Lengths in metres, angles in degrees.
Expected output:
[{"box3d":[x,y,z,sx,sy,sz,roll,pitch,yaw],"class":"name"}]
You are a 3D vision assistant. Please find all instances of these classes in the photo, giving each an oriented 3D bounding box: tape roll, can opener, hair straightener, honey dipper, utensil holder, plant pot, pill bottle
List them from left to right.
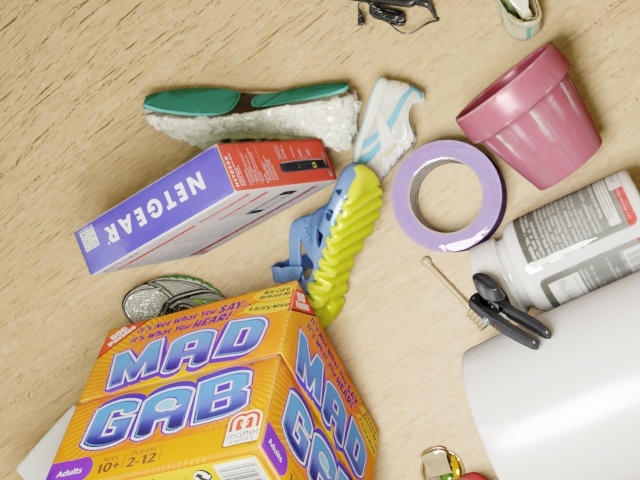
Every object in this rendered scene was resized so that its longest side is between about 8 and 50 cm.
[{"box3d":[0.097,-0.411,1.849,0.230,0.047,0.089,21,95,11],"class":"hair straightener"},{"box3d":[0.219,-0.073,1.785,0.189,0.080,0.189,0,88,17],"class":"tape roll"},{"box3d":[0.230,0.089,1.808,0.030,0.030,0.161,-47,74,11],"class":"honey dipper"},{"box3d":[0.279,0.115,1.580,0.059,0.073,0.186,-43,34,0],"class":"can opener"},{"box3d":[0.350,-0.190,1.699,0.201,0.201,0.180,-39,95,12],"class":"plant pot"},{"box3d":[0.393,0.015,1.688,0.283,0.161,0.161,-25,82,17],"class":"pill bottle"},{"box3d":[0.451,0.231,1.593,0.385,0.327,0.328,-26,82,18],"class":"utensil holder"}]

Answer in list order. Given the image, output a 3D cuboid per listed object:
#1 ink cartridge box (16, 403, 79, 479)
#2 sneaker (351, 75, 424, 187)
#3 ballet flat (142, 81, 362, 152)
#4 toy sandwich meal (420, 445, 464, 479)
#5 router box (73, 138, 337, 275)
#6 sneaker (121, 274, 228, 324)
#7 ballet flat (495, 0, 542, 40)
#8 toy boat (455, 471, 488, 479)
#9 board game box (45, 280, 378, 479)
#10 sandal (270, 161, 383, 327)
[{"box3d":[-0.380,0.390,1.877,0.171,0.232,0.168,45,103,12],"class":"ink cartridge box"},{"box3d":[0.113,-0.163,1.815,0.092,0.087,0.229,16,97,11],"class":"sneaker"},{"box3d":[-0.126,-0.199,1.867,0.409,0.147,0.147,0,89,16],"class":"ballet flat"},{"box3d":[0.208,0.396,1.808,0.085,0.029,0.086,0,89,17],"class":"toy sandwich meal"},{"box3d":[-0.186,-0.058,1.749,0.335,0.301,0.082,-27,82,30],"class":"router box"},{"box3d":[-0.203,0.147,1.872,0.343,0.146,0.134,14,92,16],"class":"sneaker"},{"box3d":[0.309,-0.456,1.762,0.086,0.086,0.248,-25,82,15],"class":"ballet flat"},{"box3d":[0.305,0.483,1.736,0.151,0.151,0.231,-30,87,-20],"class":"toy boat"},{"box3d":[-0.148,0.343,1.656,0.356,0.356,0.356,-16,123,19],"class":"board game box"},{"box3d":[0.000,0.000,1.800,0.138,0.126,0.317,37,119,26],"class":"sandal"}]
